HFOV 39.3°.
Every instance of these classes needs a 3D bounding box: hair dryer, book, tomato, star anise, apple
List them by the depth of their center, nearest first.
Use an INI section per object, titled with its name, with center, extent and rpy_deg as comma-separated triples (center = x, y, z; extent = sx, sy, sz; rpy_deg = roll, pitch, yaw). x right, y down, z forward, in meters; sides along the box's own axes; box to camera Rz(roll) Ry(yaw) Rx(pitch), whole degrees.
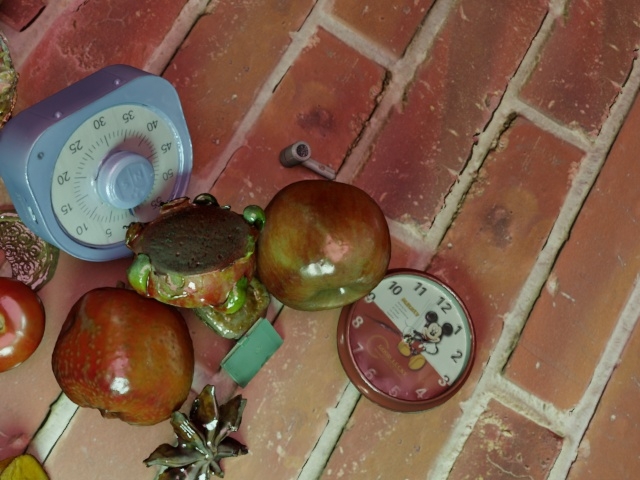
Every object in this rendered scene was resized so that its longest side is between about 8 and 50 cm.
[tomato]
center = -0.642, 0.167, 1.775
extent = 0.195, 0.136, 0.195
rpy_deg = 2, 82, -11
[star anise]
center = -0.241, 0.415, 1.779
extent = 0.088, 0.288, 0.288
rpy_deg = 24, 69, 40
[apple]
center = 0.000, 0.000, 1.864
extent = 0.301, 0.301, 0.301
rpy_deg = 2, 77, -10
[book]
center = -0.144, 0.234, 1.886
extent = 0.017, 0.103, 0.135
rpy_deg = 27, 69, 42
[hair dryer]
center = -0.018, -0.172, 2.007
extent = 0.137, 0.082, 0.047
rpy_deg = 27, 73, -20

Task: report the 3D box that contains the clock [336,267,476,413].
[clock]
center = 0.189, 0.216, 1.956
extent = 0.318, 0.080, 0.318
rpy_deg = 4, 73, -11

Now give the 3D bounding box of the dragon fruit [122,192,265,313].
[dragon fruit]
center = -0.240, 0.024, 1.768
extent = 0.295, 0.130, 0.268
rpy_deg = -18, 47, -12

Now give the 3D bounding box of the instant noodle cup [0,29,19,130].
[instant noodle cup]
center = -0.755, -0.270, 1.784
extent = 0.340, 0.266, 0.340
rpy_deg = 2, 77, -9

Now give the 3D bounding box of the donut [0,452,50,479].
[donut]
center = -0.583, 0.491, 1.707
extent = 0.065, 0.162, 0.178
rpy_deg = -3, 122, 17

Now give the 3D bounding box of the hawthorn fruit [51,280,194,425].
[hawthorn fruit]
center = -0.385, 0.214, 1.756
extent = 0.275, 0.275, 0.299
rpy_deg = -1, 64, -11

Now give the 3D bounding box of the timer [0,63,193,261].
[timer]
center = -0.418, -0.128, 1.782
extent = 0.173, 0.395, 0.395
rpy_deg = 22, 70, 37

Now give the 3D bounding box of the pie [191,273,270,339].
[pie]
center = -0.193, 0.124, 1.902
extent = 0.163, 0.079, 0.193
rpy_deg = -43, 97, -26

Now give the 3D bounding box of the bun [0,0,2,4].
[bun]
center = -0.801, -0.550, 1.889
extent = 0.299, 0.165, 0.299
rpy_deg = 0, 90, -1

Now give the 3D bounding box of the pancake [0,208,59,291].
[pancake]
center = -0.639, 0.023, 1.870
extent = 0.190, 0.020, 0.184
rpy_deg = 39, 75, -1
